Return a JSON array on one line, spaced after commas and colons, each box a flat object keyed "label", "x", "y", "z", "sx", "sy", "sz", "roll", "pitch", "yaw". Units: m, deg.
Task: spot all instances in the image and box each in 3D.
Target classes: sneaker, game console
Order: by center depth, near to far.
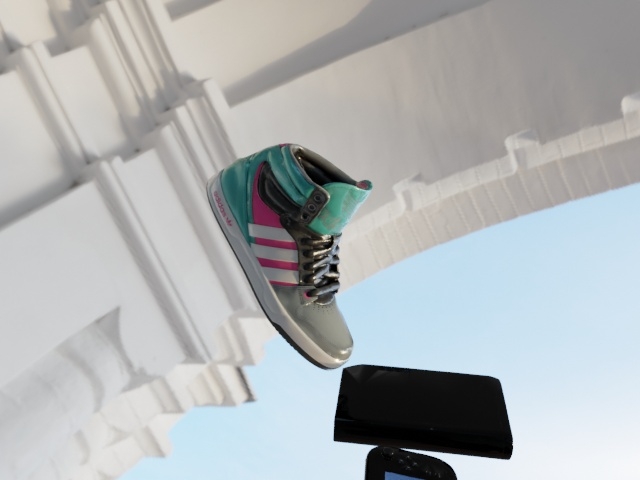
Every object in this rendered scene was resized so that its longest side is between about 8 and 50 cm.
[{"label": "game console", "x": 0.116, "y": 0.255, "z": 0.760, "sx": 0.213, "sy": 0.361, "sz": 0.043, "roll": 4, "pitch": -67, "yaw": 5}, {"label": "sneaker", "x": 0.000, "y": 0.000, "z": 0.841, "sx": 0.178, "sy": 0.124, "sz": 0.295, "roll": -34, "pitch": -95, "yaw": 27}]
